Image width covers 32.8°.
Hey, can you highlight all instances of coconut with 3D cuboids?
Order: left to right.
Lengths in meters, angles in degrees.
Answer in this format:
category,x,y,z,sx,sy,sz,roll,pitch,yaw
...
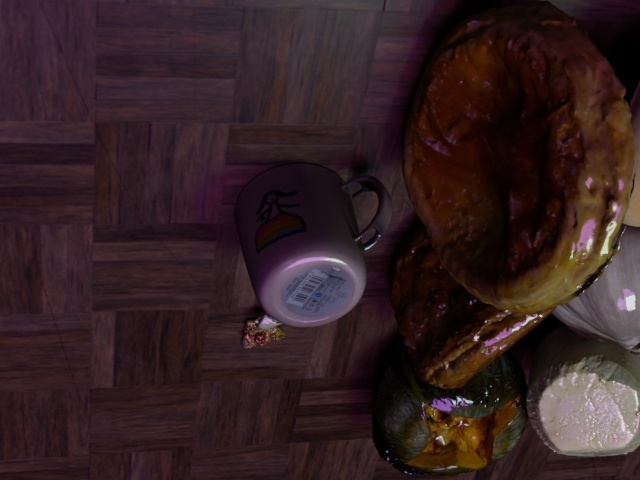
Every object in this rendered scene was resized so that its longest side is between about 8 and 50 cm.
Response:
category,x,y,z,sx,sy,sz,roll,pitch,yaw
coconut,0.497,0.269,1.995,0.239,0.244,0.239,5,109,15

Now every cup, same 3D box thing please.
category,x,y,z,sx,sy,sz,roll,pitch,yaw
cup,0.000,0.000,1.695,0.253,0.200,0.191,-27,133,11

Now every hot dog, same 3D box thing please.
category,x,y,z,sx,sy,sz,roll,pitch,yaw
hot dog,0.259,0.076,1.798,0.174,0.267,0.387,8,135,-43

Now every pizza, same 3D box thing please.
category,x,y,z,sx,sy,sz,roll,pitch,yaw
pizza,-0.110,0.177,1.954,0.083,0.025,0.078,20,122,-31

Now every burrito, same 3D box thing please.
category,x,y,z,sx,sy,sz,roll,pitch,yaw
burrito,-0.028,0.117,1.904,0.186,0.045,0.041,-18,117,6

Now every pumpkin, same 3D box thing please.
category,x,y,z,sx,sy,sz,roll,pitch,yaw
pumpkin,0.248,0.308,2.055,0.321,0.192,0.320,-6,132,-7

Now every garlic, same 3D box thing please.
category,x,y,z,sx,sy,sz,roll,pitch,yaw
garlic,0.525,0.066,1.865,0.322,0.322,0.241,15,94,-26

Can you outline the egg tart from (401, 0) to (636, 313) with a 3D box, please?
category,x,y,z,sx,sy,sz,roll,pitch,yaw
egg tart,0.296,-0.117,1.527,0.178,0.443,0.443,-5,136,-31

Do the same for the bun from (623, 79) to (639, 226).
category,x,y,z,sx,sy,sz,roll,pitch,yaw
bun,0.539,-0.150,1.622,0.165,0.299,0.298,25,133,16

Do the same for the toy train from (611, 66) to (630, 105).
category,x,y,z,sx,sy,sz,roll,pitch,yaw
toy train,0.374,-0.171,1.660,0.101,0.159,0.248,-8,127,-27
